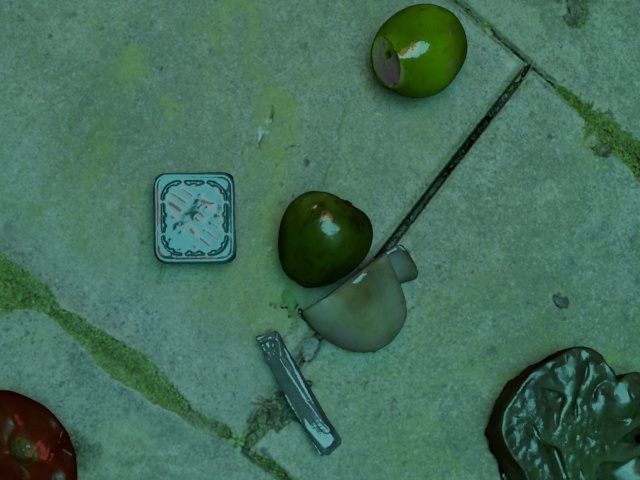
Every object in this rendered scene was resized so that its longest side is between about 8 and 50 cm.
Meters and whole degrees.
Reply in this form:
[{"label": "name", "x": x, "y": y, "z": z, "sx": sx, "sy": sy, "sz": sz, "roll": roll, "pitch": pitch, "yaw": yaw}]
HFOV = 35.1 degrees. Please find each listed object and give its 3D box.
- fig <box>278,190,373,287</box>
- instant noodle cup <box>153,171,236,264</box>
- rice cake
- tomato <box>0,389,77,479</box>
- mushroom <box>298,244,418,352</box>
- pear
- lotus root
[{"label": "fig", "x": 0.000, "y": 0.000, "z": 1.936, "sx": 0.181, "sy": 0.181, "sz": 0.191, "roll": 23, "pitch": 100, "yaw": -7}, {"label": "instant noodle cup", "x": -0.243, "y": -0.040, "z": 1.947, "sx": 0.157, "sy": 0.070, "sz": 0.179, "roll": 0, "pitch": 82, "yaw": -10}, {"label": "rice cake", "x": -0.041, "y": 0.292, "z": 1.949, "sx": 0.055, "sy": 0.049, "sz": 0.270, "roll": -31, "pitch": 88, "yaw": 8}, {"label": "tomato", "x": -0.570, "y": 0.409, "z": 1.731, "sx": 0.226, "sy": 0.298, "sz": 0.299, "roll": -35, "pitch": 89, "yaw": 26}, {"label": "mushroom", "x": 0.110, "y": 0.126, "z": 1.942, "sx": 0.236, "sy": 0.173, "sz": 0.162, "roll": -36, "pitch": 92, "yaw": -14}, {"label": "pear", "x": 0.208, "y": -0.385, "z": 2.036, "sx": 0.219, "sy": 0.187, "sz": 0.188, "roll": -24, "pitch": 87, "yaw": -27}, {"label": "lotus root", "x": 0.523, "y": 0.405, "z": 2.021, "sx": 0.390, "sy": 0.111, "sz": 0.375, "roll": 14, "pitch": 84, "yaw": -10}]
